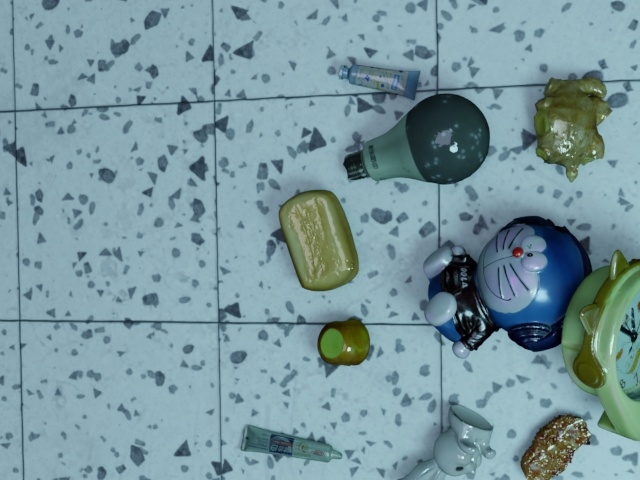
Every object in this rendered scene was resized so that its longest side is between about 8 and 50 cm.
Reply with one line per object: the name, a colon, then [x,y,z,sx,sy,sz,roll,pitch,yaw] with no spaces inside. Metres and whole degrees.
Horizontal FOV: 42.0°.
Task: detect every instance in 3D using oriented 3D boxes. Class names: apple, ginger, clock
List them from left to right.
apple: [0.051,0.217,1.780,0.114,0.099,0.102,-2,82,38]
ginger: [0.500,-0.223,1.671,0.157,0.102,0.216,3,87,-15]
clock: [0.561,0.174,1.533,0.286,0.117,0.348,-54,125,-18]

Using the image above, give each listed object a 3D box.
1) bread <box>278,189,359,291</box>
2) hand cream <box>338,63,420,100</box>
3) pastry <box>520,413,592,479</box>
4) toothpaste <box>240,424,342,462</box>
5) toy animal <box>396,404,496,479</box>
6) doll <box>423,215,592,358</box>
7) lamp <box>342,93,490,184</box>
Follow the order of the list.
bread: [0.000,0.000,1.784,0.147,0.098,0.217,-15,86,13]
hand cream: [0.124,-0.345,1.779,0.170,0.043,0.065,11,95,7]
pastry: [0.477,0.422,1.713,0.087,0.063,0.169,43,94,-1]
toothpaste: [-0.064,0.456,1.842,0.233,0.038,0.060,7,89,15]
toy animal: [0.268,0.464,1.729,0.130,0.103,0.221,36,100,38]
doll: [0.379,0.091,1.642,0.309,0.240,0.284,-25,48,26]
lamp: [0.197,-0.173,1.706,0.313,0.182,0.182,-30,85,21]
